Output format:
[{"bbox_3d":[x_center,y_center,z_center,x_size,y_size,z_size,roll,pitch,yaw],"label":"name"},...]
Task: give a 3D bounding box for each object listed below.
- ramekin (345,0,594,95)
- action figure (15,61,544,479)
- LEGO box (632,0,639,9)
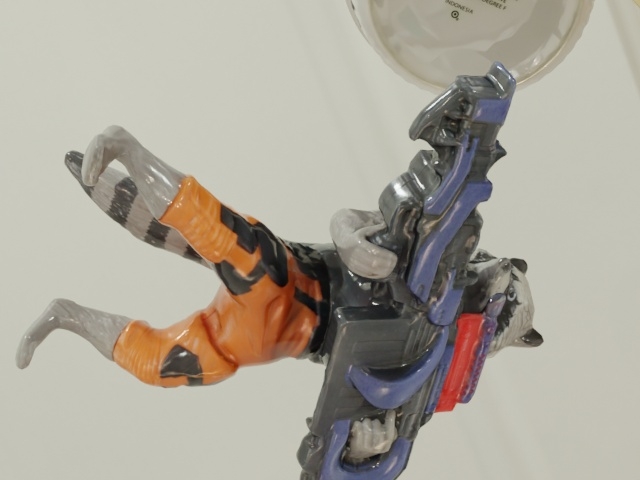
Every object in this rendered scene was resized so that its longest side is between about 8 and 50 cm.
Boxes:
[{"bbox_3d":[0.151,-0.264,1.360,0.273,0.273,0.127,-20,23,14],"label":"ramekin"},{"bbox_3d":[0.000,0.000,0.888,0.330,0.341,0.178,14,30,-17],"label":"action figure"},{"bbox_3d":[0.361,-0.283,1.017,0.372,0.500,0.193,25,83,52],"label":"LEGO box"}]
